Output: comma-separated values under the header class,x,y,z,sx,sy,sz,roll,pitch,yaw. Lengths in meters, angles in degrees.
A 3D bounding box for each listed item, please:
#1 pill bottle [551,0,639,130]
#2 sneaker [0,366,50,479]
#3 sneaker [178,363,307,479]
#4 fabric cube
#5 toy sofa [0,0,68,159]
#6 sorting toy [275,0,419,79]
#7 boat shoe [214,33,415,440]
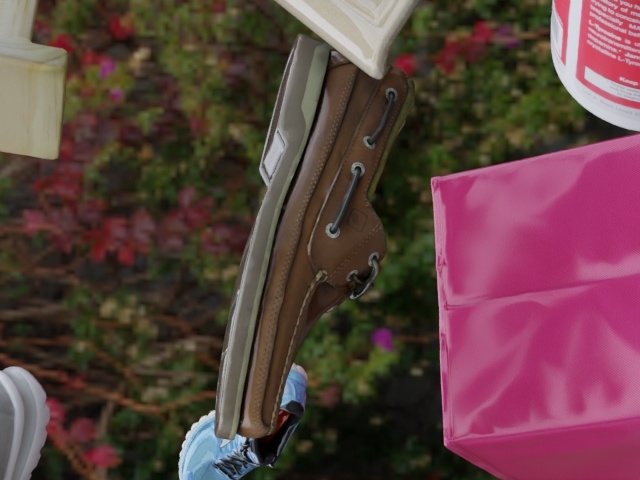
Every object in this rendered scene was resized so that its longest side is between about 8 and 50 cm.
class,x,y,z,sx,sy,sz,roll,pitch,yaw
pill bottle,0.347,-0.306,1.525,0.408,0.229,0.229,79,-161,-60
sneaker,-0.319,0.232,1.272,0.115,0.105,0.281,5,-74,-42
sneaker,-0.071,0.180,1.378,0.162,0.063,0.073,-51,27,20
fabric cube,0.268,0.071,1.368,0.254,0.258,0.259,33,-130,-56
toy sofa,-0.264,-0.256,1.202,0.150,0.177,0.363,117,160,-62
sorting toy,0.033,-0.262,1.091,0.229,0.041,0.307,-61,34,12
boat shoe,0.000,0.000,1.103,0.111,0.104,0.307,129,155,-73
